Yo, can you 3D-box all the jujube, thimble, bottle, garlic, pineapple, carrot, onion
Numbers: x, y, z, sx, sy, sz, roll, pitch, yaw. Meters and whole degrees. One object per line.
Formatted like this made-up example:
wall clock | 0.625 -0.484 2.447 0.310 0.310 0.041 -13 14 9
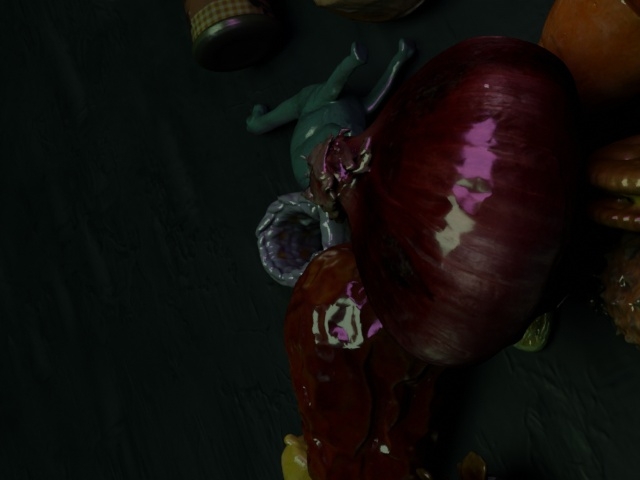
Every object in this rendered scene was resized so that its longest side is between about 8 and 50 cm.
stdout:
jujube | 0.058 0.174 1.559 0.216 0.216 0.342 20 118 45
thimble | -0.002 0.002 1.681 0.151 0.117 0.127 -13 77 46
bottle | -0.151 -0.388 1.831 0.156 0.143 0.271 -41 59 51
garlic | 0.086 -0.327 1.607 0.195 0.101 0.087 -7 79 45
pineapple | 0.322 0.035 1.322 0.340 0.169 0.169 17 101 57
carrot | 0.296 -0.207 1.367 0.225 0.159 0.159 -52 53 46
onion | 0.118 -0.047 1.293 0.347 0.285 0.348 -168 90 -86

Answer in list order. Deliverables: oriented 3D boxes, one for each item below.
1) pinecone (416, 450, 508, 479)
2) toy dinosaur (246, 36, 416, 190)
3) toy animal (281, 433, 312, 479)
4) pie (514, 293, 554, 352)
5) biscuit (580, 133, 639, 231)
pinecone | 0.153 0.367 1.452 0.202 0.201 0.229 -114 12 -57
toy dinosaur | -0.016 -0.100 1.649 0.331 0.129 0.383 -34 37 42
toy animal | -0.030 0.336 1.738 0.083 0.070 0.159 23 126 4
pie | 0.242 0.089 1.489 0.084 0.021 0.084 4 95 49
biscuit | 0.360 -0.064 1.235 0.220 0.220 0.066 5 111 47
